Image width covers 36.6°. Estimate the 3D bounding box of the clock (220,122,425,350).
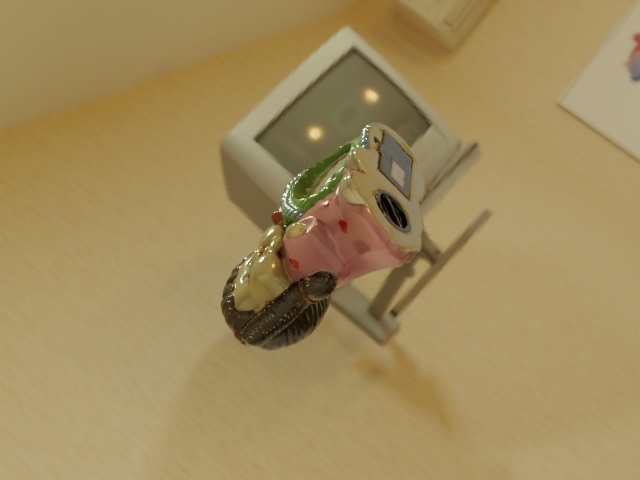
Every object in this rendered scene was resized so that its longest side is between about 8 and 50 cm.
[{"bbox_3d":[0.000,0.000,0.886,0.195,0.100,0.194,-38,19,26],"label":"clock"}]
